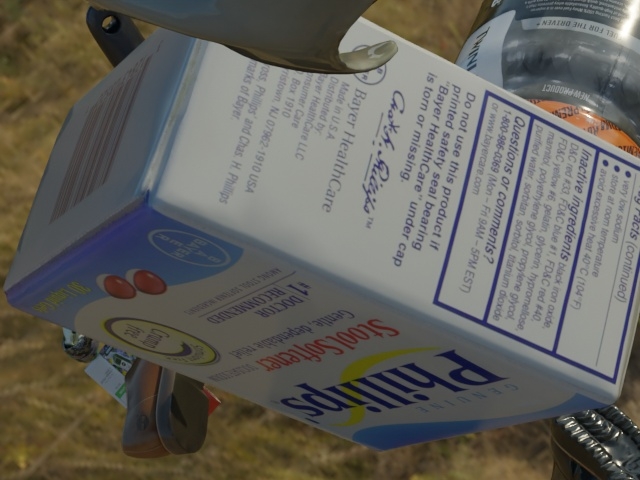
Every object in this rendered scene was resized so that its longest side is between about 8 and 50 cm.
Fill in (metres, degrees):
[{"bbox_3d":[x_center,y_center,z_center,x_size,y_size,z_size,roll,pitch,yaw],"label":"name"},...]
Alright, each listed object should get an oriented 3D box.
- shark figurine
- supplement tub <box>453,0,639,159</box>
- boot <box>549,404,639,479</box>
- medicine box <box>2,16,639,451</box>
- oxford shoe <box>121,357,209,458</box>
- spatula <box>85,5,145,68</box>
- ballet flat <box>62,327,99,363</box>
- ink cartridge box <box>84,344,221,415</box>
[{"bbox_3d":[-0.086,-0.146,0.449,0.166,0.116,0.278,-15,52,-23],"label":"shark figurine"},{"bbox_3d":[0.201,-0.126,1.122,0.194,0.193,0.316,-12,36,36],"label":"supplement tub"},{"bbox_3d":[0.251,0.231,1.216,0.077,0.137,0.198,-15,43,-19],"label":"boot"},{"bbox_3d":[0.000,0.000,0.893,0.263,0.289,0.149,-26,44,60],"label":"medicine box"},{"bbox_3d":[-0.135,0.097,1.322,0.076,0.076,0.212,-17,41,26],"label":"oxford shoe"},{"bbox_3d":[-0.101,-0.075,1.158,0.084,0.296,0.030,-38,46,-8],"label":"spatula"},{"bbox_3d":[-0.215,0.054,1.384,0.041,0.041,0.114,-1,76,44],"label":"ballet flat"},{"bbox_3d":[-0.155,0.134,1.392,0.063,0.115,0.029,-49,-2,31],"label":"ink cartridge box"}]
